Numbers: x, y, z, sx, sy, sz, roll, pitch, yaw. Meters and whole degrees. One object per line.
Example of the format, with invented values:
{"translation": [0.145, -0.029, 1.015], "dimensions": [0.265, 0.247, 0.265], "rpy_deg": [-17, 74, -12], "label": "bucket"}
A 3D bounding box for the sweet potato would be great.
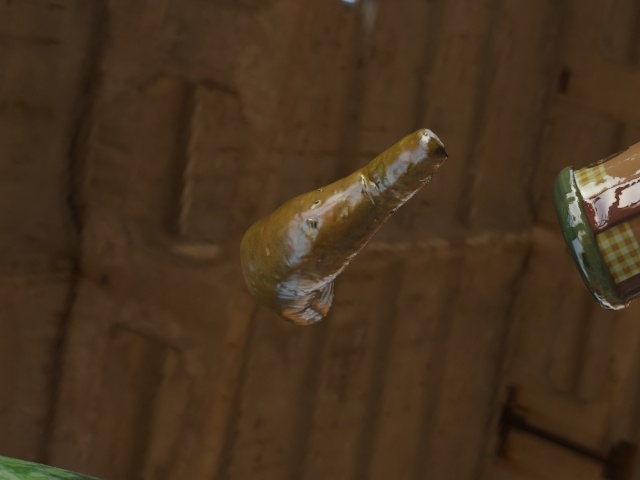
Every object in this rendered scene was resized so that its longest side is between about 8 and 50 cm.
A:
{"translation": [-0.005, 0.001, 1.288], "dimensions": [0.108, 0.079, 0.346], "rpy_deg": [-23, -13, -26], "label": "sweet potato"}

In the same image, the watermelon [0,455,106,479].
{"translation": [-0.061, 0.129, 0.395], "dimensions": [0.207, 0.136, 0.202], "rpy_deg": [22, -135, -75], "label": "watermelon"}

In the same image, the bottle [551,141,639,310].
{"translation": [0.343, -0.043, 1.392], "dimensions": [0.143, 0.271, 0.156], "rpy_deg": [63, -164, -12], "label": "bottle"}
